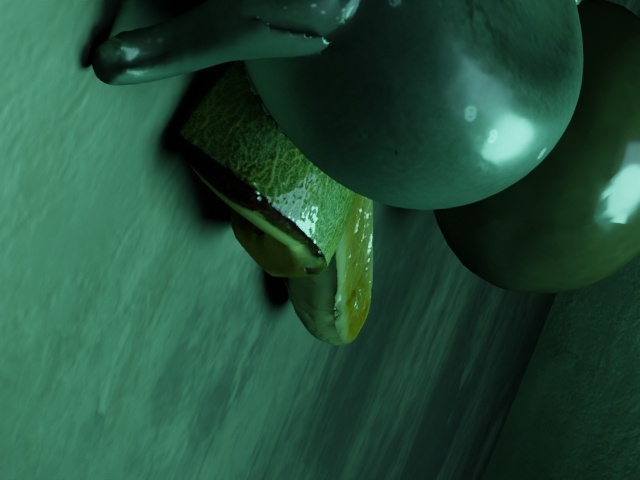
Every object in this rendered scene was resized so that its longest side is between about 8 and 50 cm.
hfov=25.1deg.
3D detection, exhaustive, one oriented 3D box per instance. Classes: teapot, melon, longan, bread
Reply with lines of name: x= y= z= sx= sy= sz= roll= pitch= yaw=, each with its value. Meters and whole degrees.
teapot: x=0.034 y=-0.107 z=0.676 sx=0.294 sy=0.129 sz=0.193 roll=-14 pitch=85 yaw=-57
melon: x=-0.010 y=-0.050 z=0.762 sx=0.128 sy=0.079 sz=0.160 roll=-63 pitch=164 yaw=-9
longan: x=0.191 y=-0.073 z=1.161 sx=0.248 sy=0.248 sz=0.248 roll=-58 pitch=163 yaw=-30
bread: x=0.001 y=0.000 z=0.922 sx=0.214 sy=0.053 sz=0.073 roll=86 pitch=26 yaw=-54
